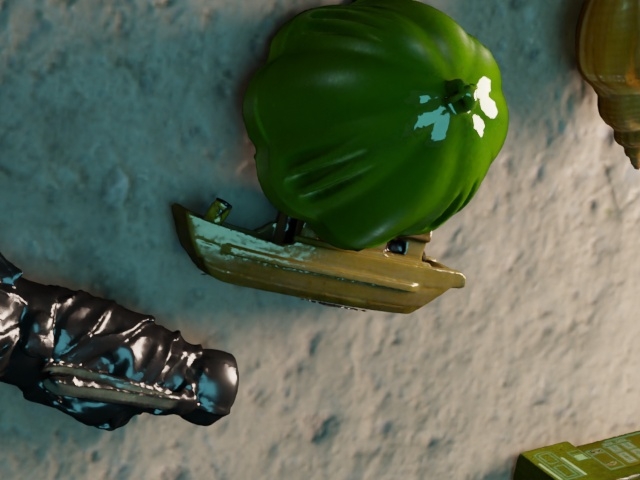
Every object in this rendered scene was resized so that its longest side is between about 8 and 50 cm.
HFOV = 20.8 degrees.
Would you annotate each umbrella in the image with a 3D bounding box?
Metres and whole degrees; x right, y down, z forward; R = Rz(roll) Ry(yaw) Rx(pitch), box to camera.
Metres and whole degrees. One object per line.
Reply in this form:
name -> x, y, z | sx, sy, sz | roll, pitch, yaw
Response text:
umbrella -> -0.205, 0.059, 1.159 | 0.357, 0.106, 0.113 | 21, 94, -29

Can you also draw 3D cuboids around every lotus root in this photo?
lotus root -> 0.059, -0.088, 1.167 | 0.186, 0.186, 0.186 | -8, 110, -23

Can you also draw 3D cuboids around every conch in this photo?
conch -> 0.247, -0.203, 1.277 | 0.109, 0.093, 0.330 | -15, 123, -30

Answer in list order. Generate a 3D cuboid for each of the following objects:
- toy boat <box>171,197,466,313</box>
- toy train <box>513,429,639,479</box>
toy boat -> 0.000, 0.000, 1.262 | 0.226, 0.068, 0.088 | 12, 96, -25
toy train -> 0.278, 0.207, 1.422 | 0.225, 0.137, 0.090 | -9, 112, -27
